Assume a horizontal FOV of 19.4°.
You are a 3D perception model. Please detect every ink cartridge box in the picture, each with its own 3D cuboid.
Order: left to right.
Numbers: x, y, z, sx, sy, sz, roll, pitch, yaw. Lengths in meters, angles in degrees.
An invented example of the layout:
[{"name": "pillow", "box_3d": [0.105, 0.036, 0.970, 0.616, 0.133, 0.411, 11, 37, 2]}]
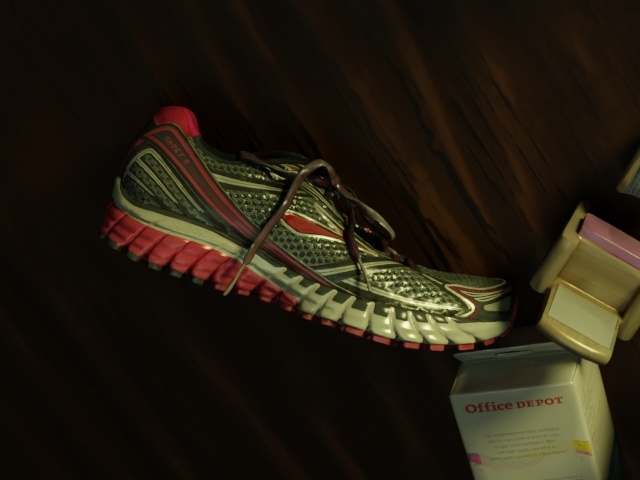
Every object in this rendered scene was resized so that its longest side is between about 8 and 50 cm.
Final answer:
[{"name": "ink cartridge box", "box_3d": [0.156, 0.127, 1.349, 0.092, 0.090, 0.143, -8, 116, 19]}]

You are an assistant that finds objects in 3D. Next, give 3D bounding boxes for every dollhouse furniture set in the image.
[{"name": "dollhouse furniture set", "box_3d": [0.319, 0.002, 1.162, 0.286, 0.198, 0.303, 30, 120, 1]}]

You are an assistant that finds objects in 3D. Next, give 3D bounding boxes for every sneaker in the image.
[{"name": "sneaker", "box_3d": [0.000, 0.000, 1.310, 0.299, 0.121, 0.112, 19, 92, -5]}]
